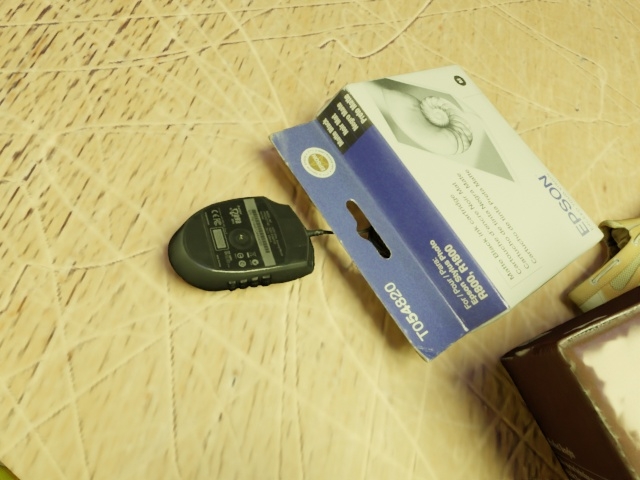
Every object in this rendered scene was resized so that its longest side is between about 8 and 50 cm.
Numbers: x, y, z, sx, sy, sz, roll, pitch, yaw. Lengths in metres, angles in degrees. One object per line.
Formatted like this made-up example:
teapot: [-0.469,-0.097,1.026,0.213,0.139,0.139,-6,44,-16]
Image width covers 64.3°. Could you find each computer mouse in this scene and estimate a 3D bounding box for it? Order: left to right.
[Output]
computer mouse: [0.000,0.000,0.414,0.242,0.041,0.071,-5,59,-23]

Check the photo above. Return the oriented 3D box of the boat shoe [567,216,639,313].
boat shoe: [0.295,0.002,0.472,0.072,0.068,0.190,39,62,18]

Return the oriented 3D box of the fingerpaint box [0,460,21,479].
fingerpaint box: [-0.230,0.066,0.086,0.371,0.445,0.163,40,63,5]

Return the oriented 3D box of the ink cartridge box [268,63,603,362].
ink cartridge box: [0.106,-0.045,0.430,0.224,0.045,0.223,-25,73,-35]

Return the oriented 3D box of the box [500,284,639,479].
box: [0.249,0.125,0.313,0.167,0.168,0.203,-26,74,2]
